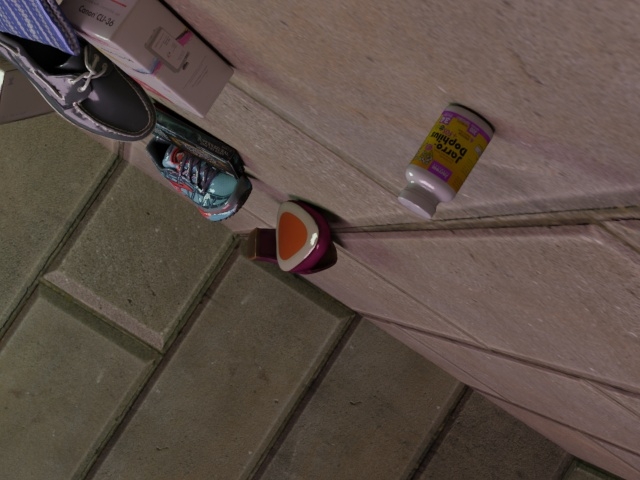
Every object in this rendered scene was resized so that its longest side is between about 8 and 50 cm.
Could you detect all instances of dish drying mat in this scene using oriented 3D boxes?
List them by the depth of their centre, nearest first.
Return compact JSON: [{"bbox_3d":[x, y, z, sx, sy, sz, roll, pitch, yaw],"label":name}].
[{"bbox_3d":[-0.250,-0.206,1.882,0.032,0.008,0.083,29,174,29],"label":"dish drying mat"}]

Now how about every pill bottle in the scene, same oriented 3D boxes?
[{"bbox_3d":[0.094,-0.059,0.863,0.043,0.083,0.043,32,174,4],"label":"pill bottle"}]

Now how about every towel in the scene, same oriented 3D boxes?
[{"bbox_3d":[-0.389,-0.315,1.215,0.336,0.040,0.243,25,152,54],"label":"towel"}]

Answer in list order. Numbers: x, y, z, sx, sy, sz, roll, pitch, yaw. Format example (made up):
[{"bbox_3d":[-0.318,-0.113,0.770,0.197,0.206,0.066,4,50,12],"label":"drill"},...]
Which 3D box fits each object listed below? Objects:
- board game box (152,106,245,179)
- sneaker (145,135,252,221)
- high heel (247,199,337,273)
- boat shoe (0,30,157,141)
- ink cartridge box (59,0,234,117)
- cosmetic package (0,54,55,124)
[{"bbox_3d":[-0.218,-0.167,1.873,0.186,0.026,0.126,28,173,8],"label":"board game box"},{"bbox_3d":[-0.233,-0.121,2.040,0.262,0.104,0.125,27,170,44],"label":"sneaker"},{"bbox_3d":[0.000,0.000,1.991,0.181,0.127,0.377,5,179,-18],"label":"high heel"},{"bbox_3d":[-0.365,-0.248,1.627,0.319,0.116,0.099,41,176,-22],"label":"boat shoe"},{"bbox_3d":[-0.197,-0.219,1.182,0.115,0.067,0.198,29,173,42],"label":"ink cartridge box"},{"bbox_3d":[-0.633,-0.336,2.050,0.309,0.113,0.160,32,-151,22],"label":"cosmetic package"}]
